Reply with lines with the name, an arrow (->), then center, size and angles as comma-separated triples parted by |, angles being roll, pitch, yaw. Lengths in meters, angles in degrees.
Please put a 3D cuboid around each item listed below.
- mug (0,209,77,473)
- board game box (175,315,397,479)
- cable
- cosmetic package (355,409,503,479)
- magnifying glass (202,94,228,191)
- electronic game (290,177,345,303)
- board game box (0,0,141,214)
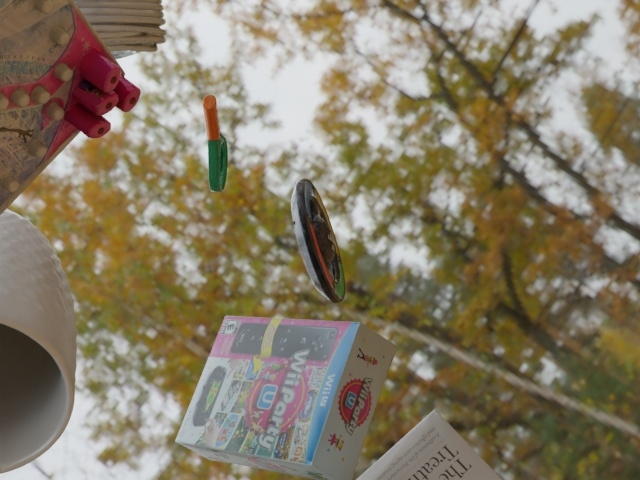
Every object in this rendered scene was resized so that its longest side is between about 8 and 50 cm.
mug -> -0.509, 0.092, 1.678 | 0.276, 0.374, 0.328 | -59, 24, 26
board game box -> -0.054, 0.232, 1.891 | 0.097, 0.303, 0.224 | 37, -116, -39
cable -> -0.324, -0.272, 1.585 | 0.257, 0.257, 0.089 | -9, -83, -36
cosmetic package -> 0.107, 0.450, 1.631 | 0.377, 0.284, 0.097 | -40, -14, -17
magnifying glass -> -0.174, -0.162, 2.086 | 0.231, 0.026, 0.092 | 86, -170, -60
electronic game -> 0.000, 0.000, 2.220 | 0.048, 0.229, 0.229 | -16, -17, 10
board game box -> -0.357, -0.095, 1.041 | 0.390, 0.050, 0.390 | -48, -29, -10
